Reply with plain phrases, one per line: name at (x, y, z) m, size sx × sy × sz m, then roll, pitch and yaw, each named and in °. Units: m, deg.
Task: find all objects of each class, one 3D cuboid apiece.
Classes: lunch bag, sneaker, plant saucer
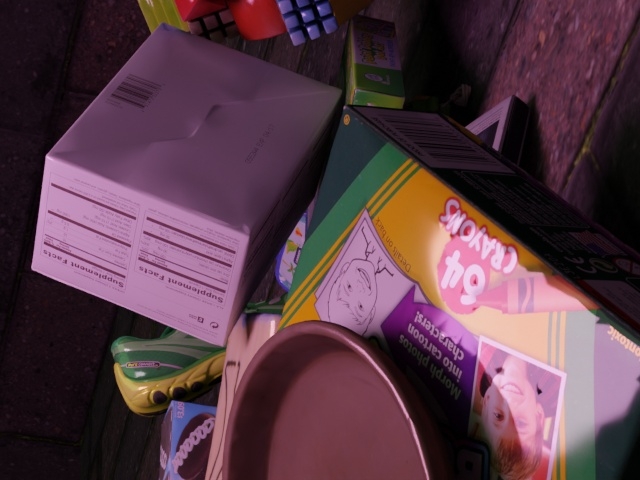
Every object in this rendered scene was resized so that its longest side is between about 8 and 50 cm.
lunch bag at (0.000, 0.000, 1.845) m, size 0.151 × 0.096 × 0.129 m, roll -107°, pitch 24°, yaw -42°
sneaker at (-0.120, 0.107, 1.892) m, size 0.123 × 0.295 × 0.109 m, roll 59°, pitch 145°, yaw 13°
plant saucer at (0.013, 0.194, 1.099) m, size 0.278 × 0.041 × 0.277 m, roll 2°, pitch 93°, yaw 56°

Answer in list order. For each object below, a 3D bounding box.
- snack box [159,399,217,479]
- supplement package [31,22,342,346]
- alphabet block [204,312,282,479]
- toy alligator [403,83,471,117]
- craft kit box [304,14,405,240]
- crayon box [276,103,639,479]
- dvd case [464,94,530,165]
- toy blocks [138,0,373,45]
snack box at (-0.089, 0.338, 1.746) m, size 0.060 × 0.187 × 0.322 m, roll 116°, pitch 158°, yaw -46°
supplement package at (-0.126, -0.060, 1.509) m, size 0.262 × 0.204 × 0.145 m, roll -60°, pitch -11°, yaw -50°
alphabet block at (0.008, 0.179, 1.479) m, size 0.192 × 0.193 × 0.197 m, roll 172°, pitch 108°, yaw -76°
toy alligator at (0.098, -0.125, 1.629) m, size 0.189 × 0.051 × 0.056 m, roll 134°, pitch 143°, yaw -65°
craft kit box at (0.031, -0.081, 1.612) m, size 0.250 × 0.061 × 0.246 m, roll -89°, pitch 9°, yaw -65°
crayon box at (0.102, 0.121, 1.096) m, size 0.363 × 0.106 × 0.313 m, roll 43°, pitch 123°, yaw 47°
dvd case at (0.098, -0.002, 1.368) m, size 0.179 × 0.029 × 0.238 m, roll -34°, pitch 27°, yaw 43°
toy blocks at (-0.011, -0.291, 1.608) m, size 0.261 × 0.381 × 0.190 m, roll -107°, pitch -4°, yaw -67°
